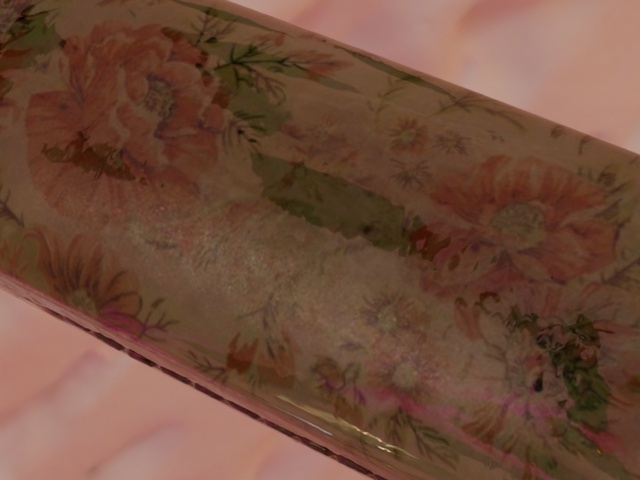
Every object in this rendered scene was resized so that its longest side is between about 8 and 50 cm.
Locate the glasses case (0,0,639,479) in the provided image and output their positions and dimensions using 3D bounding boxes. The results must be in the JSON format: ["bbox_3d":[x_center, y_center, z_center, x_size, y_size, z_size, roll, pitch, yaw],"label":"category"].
[{"bbox_3d":[0.000,0.000,0.708,0.156,0.425,0.098,-60,152,-12],"label":"glasses case"}]
